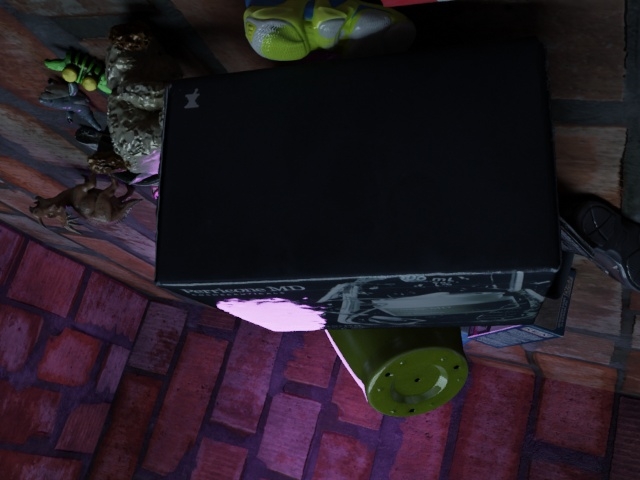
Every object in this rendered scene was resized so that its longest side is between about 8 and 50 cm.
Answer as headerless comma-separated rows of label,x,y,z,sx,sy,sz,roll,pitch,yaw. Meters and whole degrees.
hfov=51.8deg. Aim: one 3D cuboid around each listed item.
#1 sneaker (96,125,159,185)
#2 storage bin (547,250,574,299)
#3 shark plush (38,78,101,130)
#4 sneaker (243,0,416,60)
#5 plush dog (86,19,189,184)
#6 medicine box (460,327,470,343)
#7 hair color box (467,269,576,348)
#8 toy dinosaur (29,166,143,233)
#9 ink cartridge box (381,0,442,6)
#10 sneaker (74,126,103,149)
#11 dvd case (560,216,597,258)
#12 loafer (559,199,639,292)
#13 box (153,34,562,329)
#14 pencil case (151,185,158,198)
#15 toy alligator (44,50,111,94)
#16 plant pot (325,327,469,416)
sneaker,-0.252,-0.147,1.411,0.447,0.169,0.257,12,168,29
storage bin,0.485,0.057,1.463,0.098,0.135,0.091,19,173,-11
shark plush,-0.533,-0.282,1.406,0.073,0.067,0.161,11,163,15
sneaker,0.009,-0.296,0.844,0.240,0.126,0.091,-6,152,-32
plush dog,-0.286,-0.232,1.081,0.211,0.225,0.262,-12,170,-5
medicine box,0.342,0.218,2.082,0.289,0.149,0.263,14,164,4
hair color box,0.516,0.174,1.727,0.105,0.174,0.347,19,163,-6
toy dinosaur,-0.656,-0.095,1.908,0.296,0.200,0.127,14,164,5
ink cartridge box,0.153,-0.316,0.557,0.273,0.114,0.197,7,161,32
sneaker,-0.523,-0.236,1.603,0.135,0.052,0.058,24,174,0
dvd case,0.399,-0.036,1.265,0.164,0.018,0.221,36,174,-28
loafer,0.568,0.007,1.293,0.302,0.109,0.095,33,176,-28
box,0.081,-0.035,0.988,0.480,0.297,0.472,-3,164,14
pencil case,-0.329,-0.119,1.716,0.209,0.095,0.098,18,129,0
toy alligator,-0.418,-0.311,1.241,0.190,0.056,0.051,22,122,-20
plant pot,0.177,0.209,1.567,0.366,0.353,0.366,-7,130,-9
